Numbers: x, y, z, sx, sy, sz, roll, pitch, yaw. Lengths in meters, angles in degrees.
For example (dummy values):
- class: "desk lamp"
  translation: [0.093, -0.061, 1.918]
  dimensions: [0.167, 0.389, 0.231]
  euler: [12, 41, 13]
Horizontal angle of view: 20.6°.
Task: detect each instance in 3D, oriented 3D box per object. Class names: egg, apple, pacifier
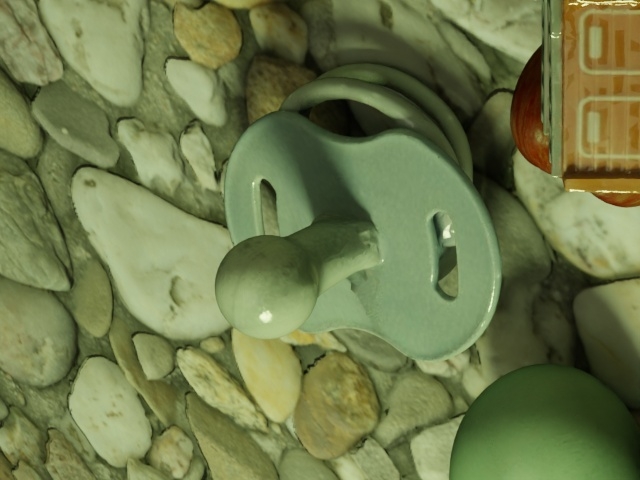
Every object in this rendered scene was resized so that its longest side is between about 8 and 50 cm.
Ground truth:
- class: "egg"
  translation: [0.194, 0.208, 1.501]
  dimensions: [0.168, 0.168, 0.231]
  euler: [22, 135, 31]
- class: "apple"
  translation: [0.215, -0.097, 1.287]
  dimensions: [0.146, 0.146, 0.131]
  euler: [31, 106, 24]
- class: "pacifier"
  translation: [0.000, 0.000, 1.485]
  dimensions: [0.299, 0.233, 0.244]
  euler: [10, 121, 37]

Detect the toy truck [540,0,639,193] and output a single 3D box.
- class: "toy truck"
  translation: [0.226, -0.222, 1.080]
  dimensions: [0.207, 0.173, 0.387]
  euler: [-1, 113, 4]
